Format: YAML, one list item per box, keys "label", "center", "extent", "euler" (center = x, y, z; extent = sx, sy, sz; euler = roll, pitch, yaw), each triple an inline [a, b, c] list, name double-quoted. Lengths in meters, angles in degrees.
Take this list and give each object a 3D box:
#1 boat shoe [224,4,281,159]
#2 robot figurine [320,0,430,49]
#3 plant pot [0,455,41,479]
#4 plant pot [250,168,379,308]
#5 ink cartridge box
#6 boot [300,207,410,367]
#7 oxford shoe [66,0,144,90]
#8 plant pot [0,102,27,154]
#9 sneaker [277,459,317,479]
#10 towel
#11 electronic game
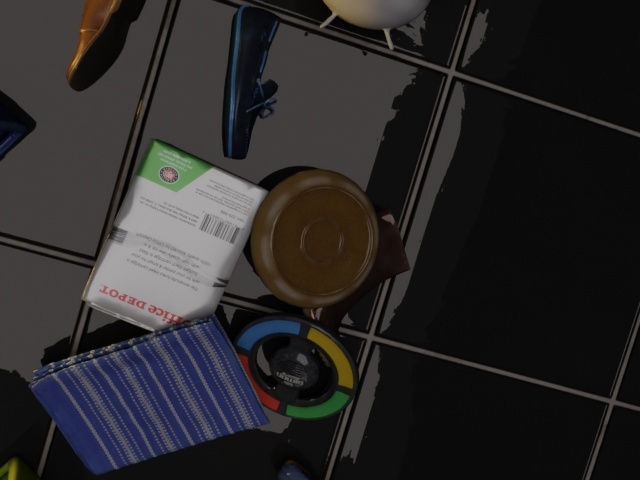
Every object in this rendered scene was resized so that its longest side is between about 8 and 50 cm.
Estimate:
- label: "boat shoe"
  center: [-0.110, -0.262, 1.524]
  extent: [0.089, 0.109, 0.258]
  euler: [6, 98, -14]
- label: "robot figurine"
  center: [0.108, -0.499, 1.483]
  extent: [0.300, 0.200, 0.353]
  euler: [17, 94, 9]
- label: "plant pot"
  center: [-0.511, 0.532, 1.494]
  extent: [0.228, 0.227, 0.207]
  euler: [-44, 108, -3]
- label: "plant pot"
  center: [0.000, 0.000, 1.515]
  extent: [0.237, 0.032, 0.236]
  euler: [-4, 98, -25]
- label: "ink cartridge box"
  center: [-0.244, 0.002, 1.521]
  extent: [0.211, 0.121, 0.289]
  euler: [25, 92, -13]
- label: "boot"
  center: [0.062, 0.082, 1.599]
  extent: [0.207, 0.090, 0.248]
  euler: [-16, 95, -5]
- label: "oxford shoe"
  center: [-0.366, -0.347, 1.499]
  extent: [0.076, 0.076, 0.212]
  euler: [31, 93, 18]
- label: "plant pot"
  center: [-0.623, -0.178, 1.386]
  extent: [0.236, 0.236, 0.212]
  euler: [-41, 96, -2]
- label: "sneaker"
  center: [-0.008, 0.535, 1.631]
  extent: [0.131, 0.112, 0.296]
  euler: [-34, 100, -4]
- label: "towel"
  center: [-0.284, 0.267, 1.518]
  extent: [0.336, 0.040, 0.243]
  euler: [-18, 119, 9]
- label: "electronic game"
  center: [-0.045, 0.219, 1.568]
  extent: [0.229, 0.048, 0.229]
  euler: [9, 124, 13]
